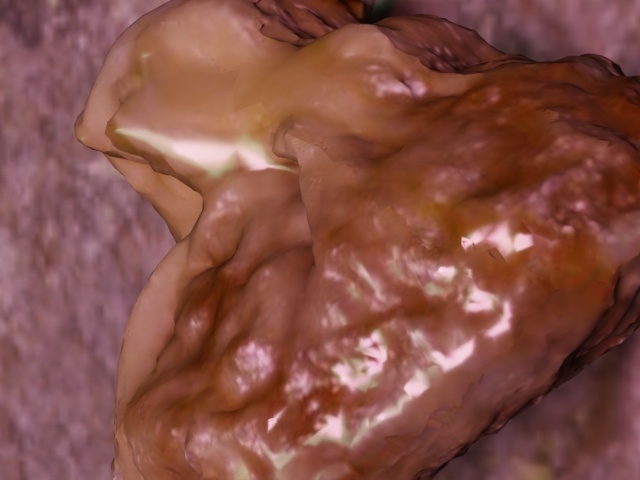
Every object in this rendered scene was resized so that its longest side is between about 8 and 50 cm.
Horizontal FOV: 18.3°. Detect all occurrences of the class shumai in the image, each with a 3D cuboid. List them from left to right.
[{"bbox_3d":[0.000,0.000,0.540,0.209,0.161,0.153,-44,72,45],"label":"shumai"}]
